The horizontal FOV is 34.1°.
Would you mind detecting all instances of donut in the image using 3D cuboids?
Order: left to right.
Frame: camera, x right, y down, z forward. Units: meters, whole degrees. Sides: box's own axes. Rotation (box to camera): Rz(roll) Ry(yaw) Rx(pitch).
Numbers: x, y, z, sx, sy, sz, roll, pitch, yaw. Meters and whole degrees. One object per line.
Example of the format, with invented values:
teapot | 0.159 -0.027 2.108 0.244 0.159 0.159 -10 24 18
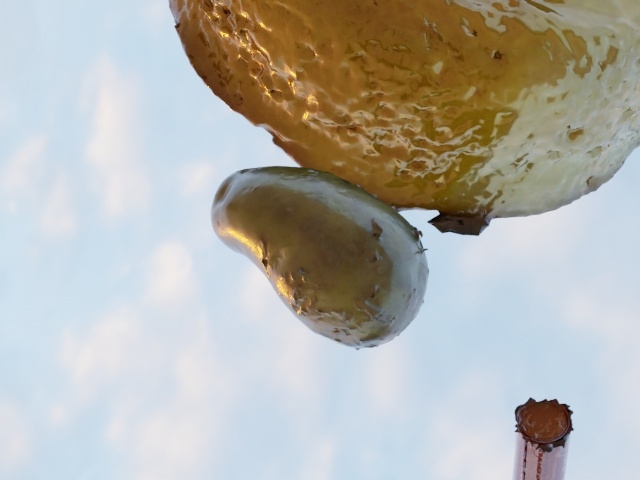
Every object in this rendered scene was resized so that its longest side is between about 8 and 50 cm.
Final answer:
donut | 0.120 -0.218 0.800 0.377 0.435 0.163 46 -31 16

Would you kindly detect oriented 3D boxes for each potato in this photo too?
potato | 0.000 0.000 0.555 0.138 0.091 0.070 40 -65 34

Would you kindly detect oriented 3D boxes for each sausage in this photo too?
sausage | 0.172 0.183 0.818 0.050 0.048 0.145 49 -23 39
